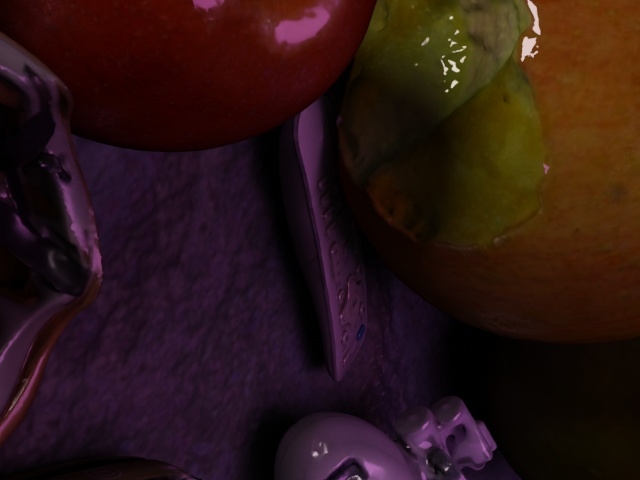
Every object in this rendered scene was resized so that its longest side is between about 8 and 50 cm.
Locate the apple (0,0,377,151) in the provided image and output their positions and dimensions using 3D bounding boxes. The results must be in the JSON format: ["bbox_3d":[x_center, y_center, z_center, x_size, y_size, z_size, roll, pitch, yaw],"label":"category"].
[{"bbox_3d":[-0.078,-0.153,0.518,0.218,0.201,0.218,-13,110,-40],"label":"apple"}]

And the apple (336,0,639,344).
[{"bbox_3d":[0.189,-0.088,0.740,0.339,0.339,0.339,-14,109,-48],"label":"apple"}]

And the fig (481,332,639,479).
[{"bbox_3d":[0.294,0.097,0.951,0.316,0.316,0.316,-14,109,-48],"label":"fig"}]

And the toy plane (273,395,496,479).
[{"bbox_3d":[0.042,0.228,0.797,0.252,0.118,0.252,-10,111,-25],"label":"toy plane"}]

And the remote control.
[{"bbox_3d":[0.000,0.000,0.762,0.073,0.044,0.229,-58,146,-51],"label":"remote control"}]

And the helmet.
[{"bbox_3d":[-0.207,-0.003,0.449,0.198,0.130,0.224,-15,124,-42],"label":"helmet"}]

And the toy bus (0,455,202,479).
[{"bbox_3d":[-0.111,0.275,0.577,0.139,0.157,0.289,2,85,-50],"label":"toy bus"}]
